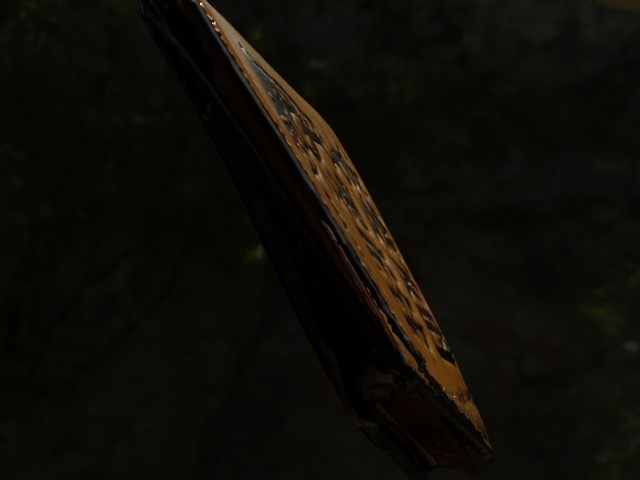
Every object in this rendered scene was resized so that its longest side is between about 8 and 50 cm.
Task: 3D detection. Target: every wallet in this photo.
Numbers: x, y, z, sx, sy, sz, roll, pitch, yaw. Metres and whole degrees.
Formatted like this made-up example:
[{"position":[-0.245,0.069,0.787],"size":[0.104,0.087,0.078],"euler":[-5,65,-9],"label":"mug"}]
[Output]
[{"position":[0.003,-0.001,0.757],"size":[0.042,0.195,0.161],"euler":[-28,-23,3],"label":"wallet"}]

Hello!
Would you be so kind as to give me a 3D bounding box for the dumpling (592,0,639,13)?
[{"position":[0.230,-0.300,1.233],"size":[0.233,0.316,0.395],"euler":[-18,11,-12],"label":"dumpling"}]
